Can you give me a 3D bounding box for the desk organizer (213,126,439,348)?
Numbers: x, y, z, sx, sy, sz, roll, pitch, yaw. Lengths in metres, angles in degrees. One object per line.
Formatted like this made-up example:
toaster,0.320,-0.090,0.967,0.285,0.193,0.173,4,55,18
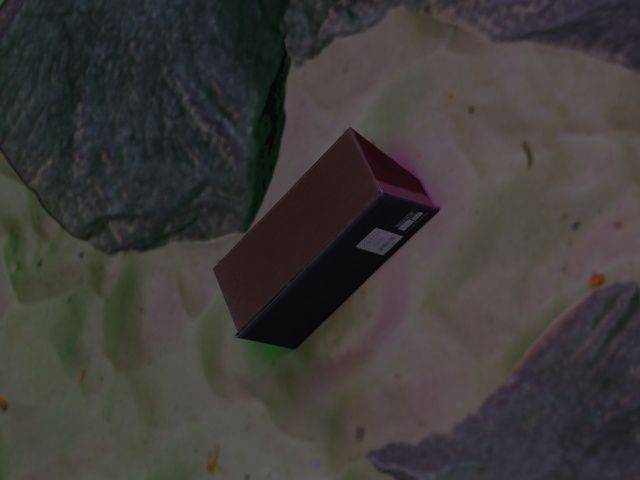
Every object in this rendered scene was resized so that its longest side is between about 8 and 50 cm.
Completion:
desk organizer,0.000,0.000,1.063,0.130,0.047,0.050,-45,51,28
